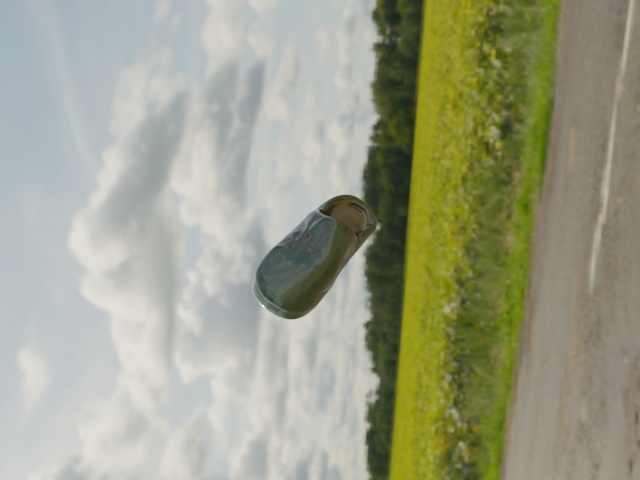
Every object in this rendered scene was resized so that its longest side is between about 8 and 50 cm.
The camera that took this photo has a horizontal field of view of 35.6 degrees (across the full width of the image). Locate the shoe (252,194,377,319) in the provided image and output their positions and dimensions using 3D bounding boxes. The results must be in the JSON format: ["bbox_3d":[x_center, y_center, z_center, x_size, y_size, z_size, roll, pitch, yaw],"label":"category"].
[{"bbox_3d":[0.000,0.000,1.065,0.195,0.079,0.078,-44,-18,-43],"label":"shoe"}]
